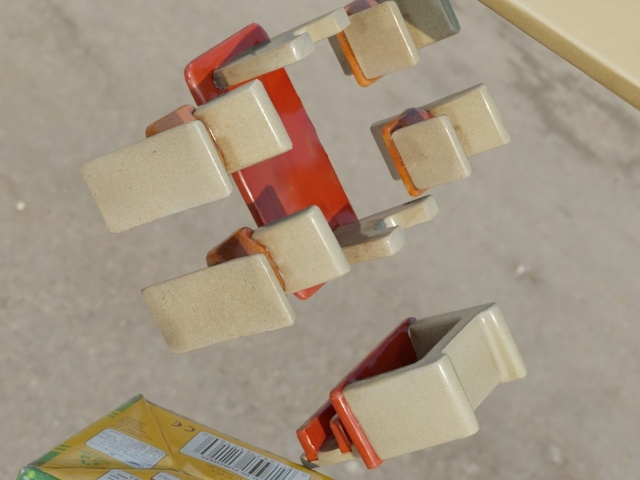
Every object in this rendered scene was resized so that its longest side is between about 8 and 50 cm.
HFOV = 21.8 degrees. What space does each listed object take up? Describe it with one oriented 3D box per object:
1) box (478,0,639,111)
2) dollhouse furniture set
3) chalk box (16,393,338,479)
[{"bbox_3d":[0.138,-0.177,0.883,0.201,0.021,0.164,35,65,1],"label":"box"},{"bbox_3d":[0.000,0.000,0.971,0.262,0.135,0.259,-39,107,-49],"label":"dollhouse furniture set"},{"bbox_3d":[-0.102,0.266,0.943,0.180,0.289,0.179,22,13,11],"label":"chalk box"}]
